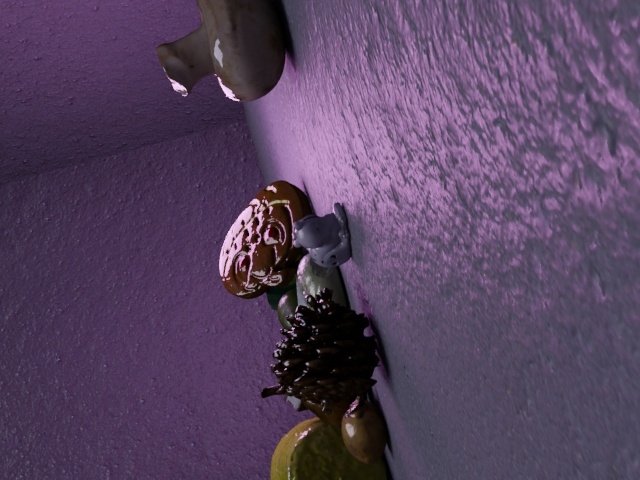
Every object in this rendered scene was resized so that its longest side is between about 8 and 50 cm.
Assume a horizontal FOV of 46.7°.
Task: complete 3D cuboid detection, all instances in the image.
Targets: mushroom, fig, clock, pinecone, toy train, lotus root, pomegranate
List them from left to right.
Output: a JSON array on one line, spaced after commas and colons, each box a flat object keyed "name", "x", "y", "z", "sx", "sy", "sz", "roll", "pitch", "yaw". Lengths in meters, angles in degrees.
[{"name": "mushroom", "x": -0.230, "y": -0.453, "z": 1.695, "sx": 0.297, "sy": 0.290, "sz": 0.298, "roll": 163, "pitch": 90, "yaw": -84}, {"name": "toy train", "x": -0.123, "y": 0.069, "z": 2.487, "sx": 0.442, "sy": 0.179, "sz": 0.272, "roll": 85, "pitch": 180, "yaw": -61}, {"name": "pomegranate", "x": -0.033, "y": 0.203, "z": 2.319, "sx": 0.187, "sy": 0.187, "sz": 0.225, "roll": -112, "pitch": 32, "yaw": -47}, {"name": "fig", "x": -0.009, "y": 0.426, "z": 2.026, "sx": 0.190, "sy": 0.290, "sz": 0.191, "roll": 173, "pitch": 90, "yaw": -78}, {"name": "clock", "x": 0.000, "y": -0.001, "z": 1.609, "sx": 0.176, "sy": 0.117, "sz": 0.080, "roll": 81, "pitch": 171, "yaw": -55}, {"name": "pinecone", "x": 0.020, "y": 0.248, "z": 1.630, "sx": 0.243, "sy": 0.243, "sz": 0.257, "roll": 92, "pitch": -156, "yaw": -72}, {"name": "lotus root", "x": 0.110, "y": 0.484, "z": 1.916, "sx": 0.125, "sy": 0.118, "sz": 0.221, "roll": 38, "pitch": 150, "yaw": 51}]

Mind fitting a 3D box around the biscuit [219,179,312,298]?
[{"name": "biscuit", "x": -0.173, "y": 0.008, "z": 2.239, "sx": 0.070, "sy": 0.394, "sz": 0.350, "roll": 22, "pitch": -156, "yaw": -39}]

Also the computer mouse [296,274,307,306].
[{"name": "computer mouse", "x": -0.007, "y": 0.194, "z": 2.142, "sx": 0.079, "sy": 0.128, "sz": 0.231, "roll": -39, "pitch": 56, "yaw": 39}]

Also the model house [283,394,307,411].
[{"name": "model house", "x": 0.002, "y": 0.373, "z": 2.199, "sx": 0.211, "sy": 0.204, "sz": 0.243, "roll": 31, "pitch": 113, "yaw": 33}]

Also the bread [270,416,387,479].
[{"name": "bread", "x": 0.024, "y": 0.688, "z": 2.197, "sx": 0.308, "sy": 0.348, "sz": 0.348, "roll": 101, "pitch": 153, "yaw": -70}]

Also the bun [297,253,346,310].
[{"name": "bun", "x": 0.000, "y": 0.130, "z": 2.001, "sx": 0.221, "sy": 0.108, "sz": 0.221, "roll": 164, "pitch": 90, "yaw": -84}]
